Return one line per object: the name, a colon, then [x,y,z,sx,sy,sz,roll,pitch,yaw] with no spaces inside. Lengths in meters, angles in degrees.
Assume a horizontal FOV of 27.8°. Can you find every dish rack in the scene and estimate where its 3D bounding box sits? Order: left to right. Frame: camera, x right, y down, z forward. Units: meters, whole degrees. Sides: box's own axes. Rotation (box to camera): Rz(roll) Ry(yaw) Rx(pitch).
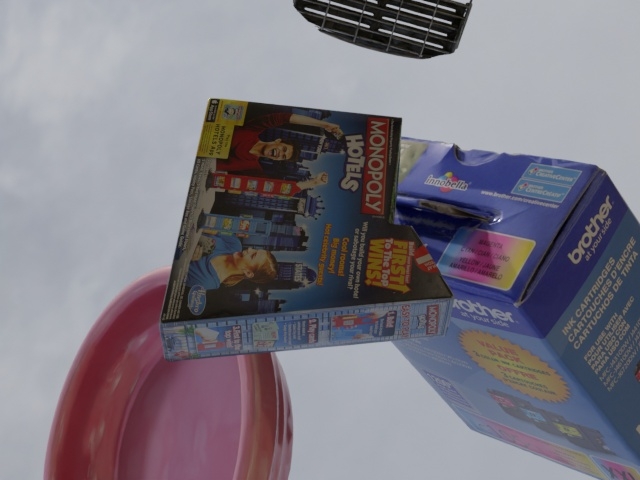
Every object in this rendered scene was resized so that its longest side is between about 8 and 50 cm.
dish rack: [0.090,-0.333,1.358,0.208,0.271,0.074,16,-156,-3]

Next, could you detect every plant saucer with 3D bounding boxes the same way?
plant saucer: [-0.133,0.190,1.168,0.084,0.332,0.332,18,-124,-38]

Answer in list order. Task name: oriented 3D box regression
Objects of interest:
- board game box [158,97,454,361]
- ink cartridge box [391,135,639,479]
board game box: [0.000,0.000,0.918,0.194,0.060,0.194,7,-121,3]
ink cartridge box: [0.174,0.051,1.177,0.151,0.270,0.395,-54,-52,-18]
